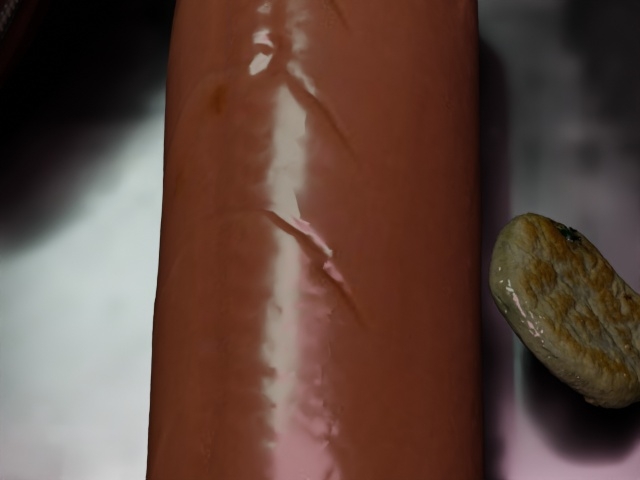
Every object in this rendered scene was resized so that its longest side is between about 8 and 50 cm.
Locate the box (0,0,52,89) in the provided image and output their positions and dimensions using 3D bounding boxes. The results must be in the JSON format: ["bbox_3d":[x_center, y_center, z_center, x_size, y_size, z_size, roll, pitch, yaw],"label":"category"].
[{"bbox_3d":[-0.280,-0.193,0.810,0.404,0.108,0.263,22,93,19],"label":"box"}]

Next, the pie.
[{"bbox_3d":[0.095,0.026,0.701,0.017,0.085,0.085,-39,58,34],"label":"pie"}]

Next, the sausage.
[{"bbox_3d":[0.000,-0.001,0.701,0.121,0.121,0.304,-3,64,9],"label":"sausage"}]
